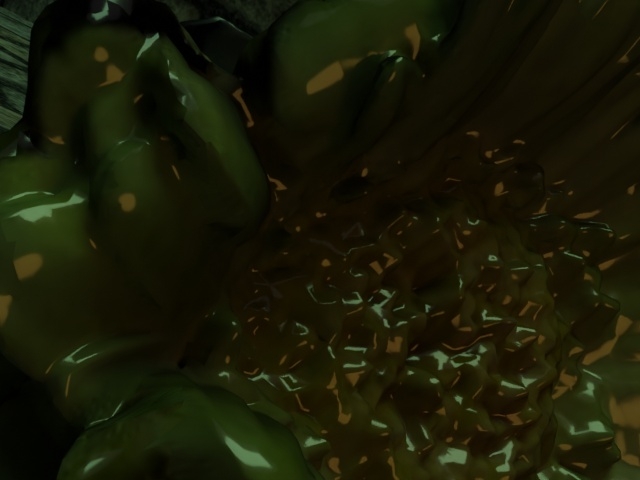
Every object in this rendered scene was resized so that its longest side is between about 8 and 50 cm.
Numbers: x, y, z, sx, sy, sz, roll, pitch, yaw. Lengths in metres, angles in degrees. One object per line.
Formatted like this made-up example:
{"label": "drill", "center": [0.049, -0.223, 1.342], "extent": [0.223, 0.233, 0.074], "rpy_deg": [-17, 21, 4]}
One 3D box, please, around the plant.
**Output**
{"label": "plant", "center": [0.017, 0.014, 0.499], "extent": [0.306, 0.261, 0.297], "rpy_deg": [35, 1, -30]}

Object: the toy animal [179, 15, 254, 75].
{"label": "toy animal", "center": [-0.012, 0.003, 0.786], "extent": [0.174, 0.249, 0.289], "rpy_deg": [60, -27, 11]}
